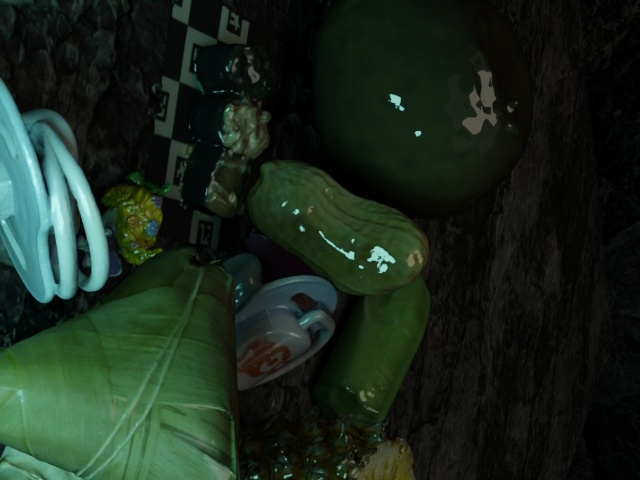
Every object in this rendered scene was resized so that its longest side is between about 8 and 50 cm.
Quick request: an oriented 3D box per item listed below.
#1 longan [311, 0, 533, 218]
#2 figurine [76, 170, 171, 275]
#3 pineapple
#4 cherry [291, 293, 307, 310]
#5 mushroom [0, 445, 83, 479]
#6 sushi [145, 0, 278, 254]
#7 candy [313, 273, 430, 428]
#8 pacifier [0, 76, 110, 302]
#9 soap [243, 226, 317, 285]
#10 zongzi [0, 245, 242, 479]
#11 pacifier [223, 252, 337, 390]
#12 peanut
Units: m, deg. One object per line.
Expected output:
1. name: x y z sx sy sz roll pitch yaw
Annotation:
1. longan: 0.179 -0.245 2.156 0.436 0.404 0.404 76 32 -48
2. figurine: -0.242 -0.025 1.663 0.095 0.115 0.156 85 25 -43
3. pineapple: -0.027 0.427 1.983 0.352 0.300 0.352 -27 120 -61
4. cherry: -0.099 0.167 2.040 0.225 0.090 0.107 -49 156 -23
5. mushroom: -0.304 0.283 1.524 0.195 0.189 0.254 -36 118 -57
6. sushi: -0.127 -0.171 1.872 0.296 0.100 0.373 19 78 -63
7. candy: 0.106 0.200 2.384 0.132 0.142 0.343 56 45 -35
8. pacifier: -0.368 -0.033 1.321 0.233 0.244 0.299 -17 147 -20
9. soap: 0.000 0.000 2.095 0.250 0.162 0.099 -34 126 -56
10. zongzi: -0.255 0.089 1.445 0.418 0.181 0.447 27 37 -27
11. pacifier: -0.110 0.114 1.905 0.207 0.279 0.227 61 10 28
12. peanut: 0.019 -0.008 1.888 0.159 0.291 0.143 -64 176 33
